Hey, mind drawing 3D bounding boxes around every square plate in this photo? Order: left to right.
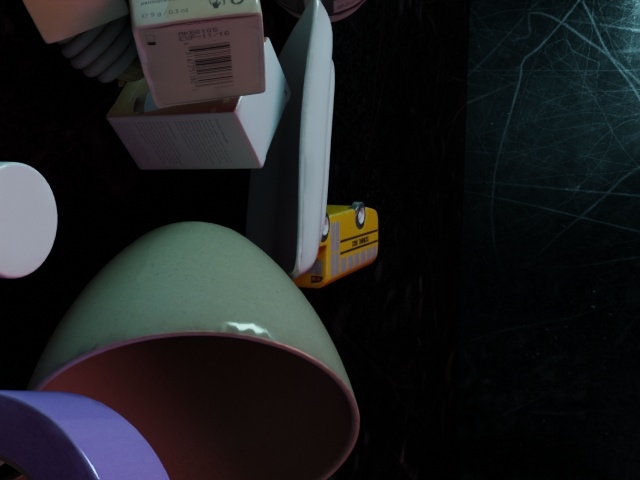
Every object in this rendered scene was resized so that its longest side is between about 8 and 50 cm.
[{"bbox_3d":[-0.045,-0.095,1.081,0.344,0.049,0.347,143,-48,-71],"label":"square plate"}]

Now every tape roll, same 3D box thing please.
[{"bbox_3d":[-0.242,0.254,0.614,0.090,0.274,0.275,29,66,-66],"label":"tape roll"}]

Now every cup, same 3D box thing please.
[{"bbox_3d":[-0.137,0.118,0.868,0.237,0.331,0.331,-98,171,-46],"label":"cup"}]

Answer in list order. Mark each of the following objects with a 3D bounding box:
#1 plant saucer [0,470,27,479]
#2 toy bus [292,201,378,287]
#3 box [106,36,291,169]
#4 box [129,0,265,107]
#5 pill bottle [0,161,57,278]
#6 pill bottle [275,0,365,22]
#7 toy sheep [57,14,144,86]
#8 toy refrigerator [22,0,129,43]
[{"bbox_3d":[-0.271,0.271,0.770,0.168,0.029,0.168,-21,131,-27],"label":"plant saucer"},{"bbox_3d":[0.000,0.000,1.393,0.332,0.108,0.130,-19,111,-67],"label":"toy bus"},{"bbox_3d":[-0.140,-0.161,0.951,0.091,0.170,0.130,65,33,-47],"label":"box"},{"bbox_3d":[-0.140,-0.312,0.831,0.148,0.121,0.311,96,-16,-70],"label":"box"},{"bbox_3d":[-0.292,-0.018,0.587,0.108,0.180,0.108,2,90,-67],"label":"pill bottle"},{"bbox_3d":[-0.003,-0.426,1.105,0.361,0.204,0.204,-66,158,-88],"label":"pill bottle"},{"bbox_3d":[-0.234,-0.216,0.838,0.132,0.091,0.091,38,52,-27],"label":"toy sheep"},{"bbox_3d":[-0.257,-0.305,0.666,0.269,0.094,0.102,77,-13,-56],"label":"toy refrigerator"}]
